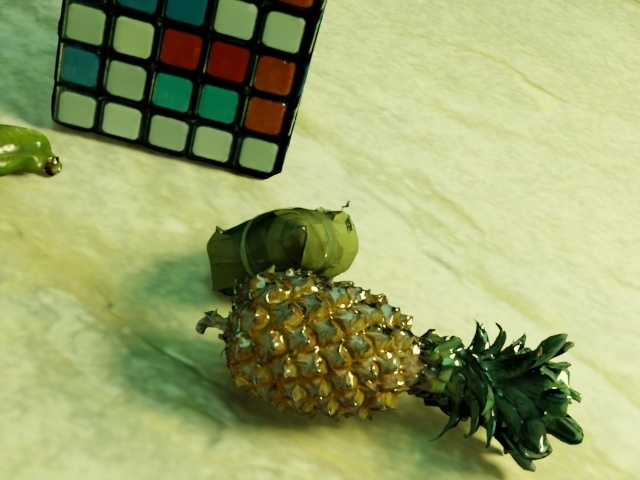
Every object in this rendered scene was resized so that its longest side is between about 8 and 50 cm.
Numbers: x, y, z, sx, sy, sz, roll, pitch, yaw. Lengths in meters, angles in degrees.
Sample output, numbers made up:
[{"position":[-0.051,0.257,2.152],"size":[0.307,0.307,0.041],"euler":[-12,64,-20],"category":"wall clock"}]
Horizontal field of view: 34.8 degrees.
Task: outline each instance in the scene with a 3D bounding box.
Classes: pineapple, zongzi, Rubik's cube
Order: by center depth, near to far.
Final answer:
[{"position":[0.039,0.069,0.577],"size":[0.221,0.083,0.103],"euler":[14,-7,-4],"category":"pineapple"},{"position":[0.000,0.000,0.643],"size":[0.109,0.119,0.055],"euler":[-11,85,-36],"category":"zongzi"},{"position":[-0.088,-0.183,0.791],"size":[0.187,0.182,0.184],"euler":[14,34,-5],"category":"Rubik's cube"}]

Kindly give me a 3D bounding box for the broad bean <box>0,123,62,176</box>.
[{"position":[-0.274,-0.035,0.630],"size":[0.256,0.052,0.053],"euler":[-23,93,-46],"category":"broad bean"}]
